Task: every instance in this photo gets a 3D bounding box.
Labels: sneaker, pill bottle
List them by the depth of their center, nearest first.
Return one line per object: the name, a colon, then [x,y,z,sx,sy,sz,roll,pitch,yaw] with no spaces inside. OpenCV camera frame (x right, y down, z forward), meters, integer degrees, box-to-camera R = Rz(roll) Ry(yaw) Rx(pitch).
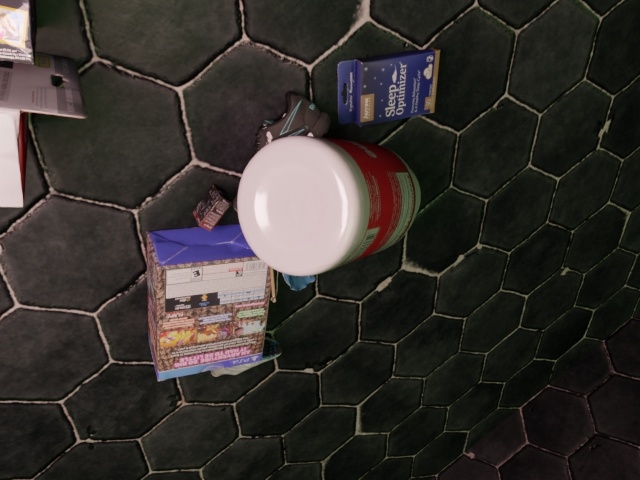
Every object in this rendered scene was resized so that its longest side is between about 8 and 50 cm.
pill bottle: [0.048,-0.076,0.987,0.408,0.229,0.229,-14,134,-61]
sneaker: [-0.099,-0.174,1.035,0.106,0.101,0.267,38,94,-24]
sneaker: [-0.191,0.298,1.309,0.191,0.071,0.083,-8,130,-14]

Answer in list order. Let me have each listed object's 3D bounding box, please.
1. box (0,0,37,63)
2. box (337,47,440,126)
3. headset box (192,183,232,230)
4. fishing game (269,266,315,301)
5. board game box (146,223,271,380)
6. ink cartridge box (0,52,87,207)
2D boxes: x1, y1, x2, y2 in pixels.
box: [-0.444,-0.323,0.637,0.163,0.247,0.142,-3,120,-27]
box: [0.144,-0.320,1.092,0.225,0.036,0.136,-15,126,-18]
headset box: [-0.222,-0.063,1.048,0.032,0.062,0.083,31,102,-38]
fishing game: [-0.029,0.016,1.115,0.264,0.041,0.189,-23,116,-58]
board game box: [-0.243,0.128,1.112,0.232,0.141,0.291,-5,123,-25]
ink cartridge box: [-0.466,-0.168,0.687,0.272,0.309,0.130,0,121,-27]
